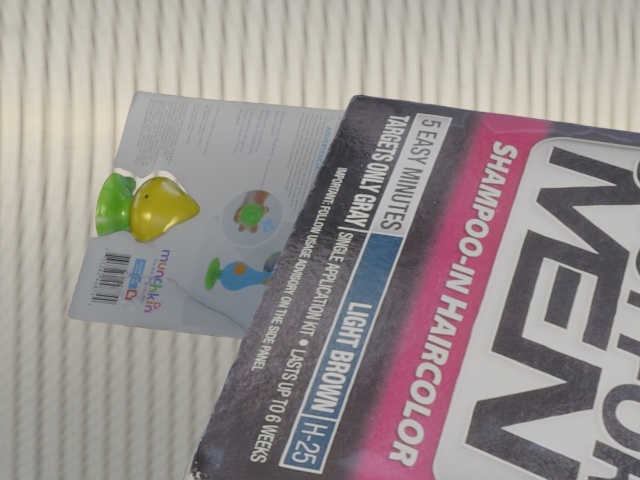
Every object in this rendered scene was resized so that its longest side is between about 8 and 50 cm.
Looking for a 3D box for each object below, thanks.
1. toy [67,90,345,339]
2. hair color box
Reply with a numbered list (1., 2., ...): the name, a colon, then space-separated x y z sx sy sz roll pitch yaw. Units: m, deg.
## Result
1. toy: 0.000 0.000 0.905 0.056 0.237 0.137 68 33 -62
2. hair color box: 0.154 0.067 0.499 0.174 0.347 0.105 -68 161 -44
